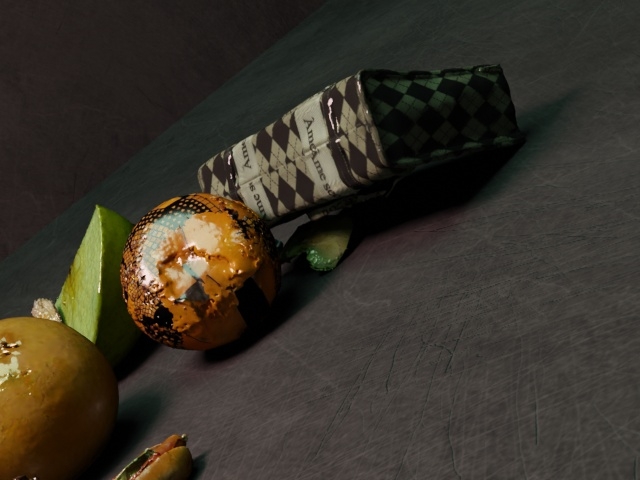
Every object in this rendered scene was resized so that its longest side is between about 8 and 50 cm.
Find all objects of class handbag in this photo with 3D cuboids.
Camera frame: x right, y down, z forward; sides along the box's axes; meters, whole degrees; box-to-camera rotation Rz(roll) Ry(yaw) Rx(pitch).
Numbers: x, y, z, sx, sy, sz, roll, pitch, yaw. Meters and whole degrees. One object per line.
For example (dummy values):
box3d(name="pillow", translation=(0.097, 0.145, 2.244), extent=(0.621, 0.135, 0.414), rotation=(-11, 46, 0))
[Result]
box3d(name="handbag", translation=(0.059, -0.136, 2.026), extent=(0.317, 0.180, 0.416), rotation=(-15, -5, -40))

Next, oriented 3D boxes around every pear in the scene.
box3d(name="pear", translation=(-0.341, 0.123, 2.208), extent=(0.239, 0.139, 0.288), rotation=(-94, 26, -45))

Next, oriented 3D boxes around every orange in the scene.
box3d(name="orange", translation=(-0.172, 0.045, 1.959), extent=(0.234, 0.234, 0.182), rotation=(-34, -20, 3))

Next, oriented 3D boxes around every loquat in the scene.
box3d(name="loquat", translation=(-0.407, 0.235, 1.887), extent=(0.263, 0.263, 0.263), rotation=(-32, 16, 10))

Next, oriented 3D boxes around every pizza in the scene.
box3d(name="pizza", translation=(-0.451, 0.173, 2.238), extent=(0.185, 0.052, 0.195), rotation=(-55, 38, 42))

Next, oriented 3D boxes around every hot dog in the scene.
box3d(name="hot dog", translation=(-0.237, 0.309, 1.615), extent=(0.236, 0.062, 0.092), rotation=(-44, 14, -30))

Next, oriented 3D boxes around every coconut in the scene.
box3d(name="coconut", translation=(-0.004, -0.002, 2.058), extent=(0.133, 0.055, 0.158), rotation=(-46, 20, -28))

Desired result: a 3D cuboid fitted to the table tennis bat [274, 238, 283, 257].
box3d(name="table tennis bat", translation=(-0.157, 0.073, 2.196), extent=(0.244, 0.040, 0.153), rotation=(-35, 14, 19))

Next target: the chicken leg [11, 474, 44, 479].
box3d(name="chicken leg", translation=(-0.360, 0.363, 1.646), extent=(0.251, 0.087, 0.107), rotation=(-100, 29, -77))
